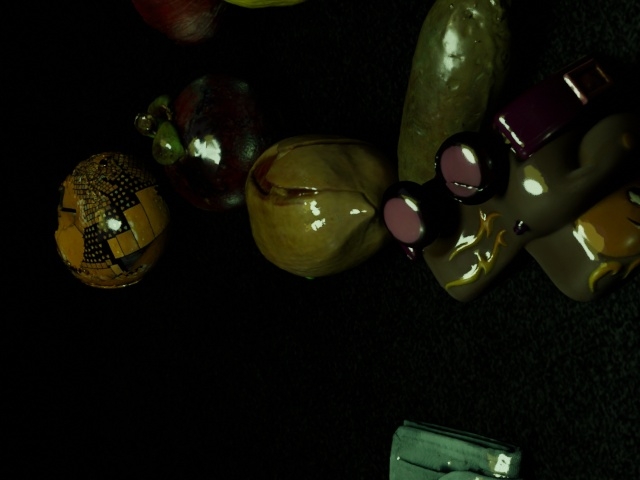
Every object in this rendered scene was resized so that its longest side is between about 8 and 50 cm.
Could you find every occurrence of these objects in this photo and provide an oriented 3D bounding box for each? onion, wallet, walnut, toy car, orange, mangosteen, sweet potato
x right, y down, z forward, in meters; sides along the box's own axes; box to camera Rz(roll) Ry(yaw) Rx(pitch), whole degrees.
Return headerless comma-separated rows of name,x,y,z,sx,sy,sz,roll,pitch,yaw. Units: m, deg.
onion,-0.191,-0.439,2.232,0.195,0.272,0.272,-18,77,16
wallet,0.173,0.421,1.943,0.237,0.075,0.342,8,100,51
walnut,0.011,-0.048,2.009,0.298,0.203,0.203,9,101,60
toy car,0.251,-0.037,1.658,0.240,0.271,0.340,54,141,7
orange,-0.346,-0.033,2.518,0.234,0.182,0.235,-18,67,53
mangosteen,-0.155,-0.145,2.216,0.216,0.216,0.216,9,101,54
sweet potato,0.161,-0.152,1.858,0.130,0.130,0.423,47,136,41

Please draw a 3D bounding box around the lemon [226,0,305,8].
lemon,-0.046,-0.485,1.893,0.364,0.364,0.364,9,101,54
